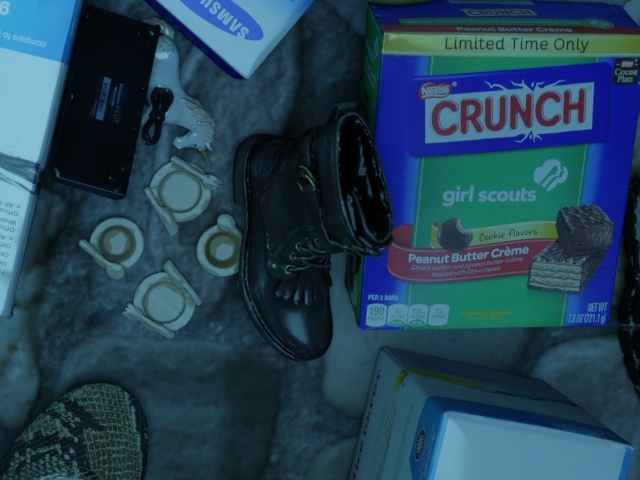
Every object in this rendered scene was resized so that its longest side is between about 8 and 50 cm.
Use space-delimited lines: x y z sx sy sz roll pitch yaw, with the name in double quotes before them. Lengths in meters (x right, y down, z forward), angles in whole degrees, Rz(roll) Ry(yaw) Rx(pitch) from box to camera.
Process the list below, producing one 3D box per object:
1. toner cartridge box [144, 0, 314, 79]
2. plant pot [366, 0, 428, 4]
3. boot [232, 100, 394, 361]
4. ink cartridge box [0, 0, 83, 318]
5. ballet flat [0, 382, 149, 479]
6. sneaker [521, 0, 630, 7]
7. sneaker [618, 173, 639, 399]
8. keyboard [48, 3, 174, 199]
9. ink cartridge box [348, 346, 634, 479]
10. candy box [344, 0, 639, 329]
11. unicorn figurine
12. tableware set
"toner cartridge box" -0.154 -0.330 1.635 0.348 0.075 0.165 40 86 -13
"plant pot" 0.091 -0.281 1.615 0.095 0.134 0.134 17 97 -41
"boot" 0.000 0.000 1.635 0.091 0.229 0.263 -17 99 -26
"ink cartridge box" -0.316 -0.104 1.576 0.129 0.223 0.307 13 97 -11
"ballet flat" -0.318 0.368 1.676 0.164 0.182 0.483 37 91 -23
"sneaker" 0.189 -0.284 1.694 0.281 0.105 0.115 25 99 -11
"sneaker" 0.392 0.058 1.790 0.118 0.107 0.279 -4 103 -18
"keyboard" -0.197 -0.130 1.626 0.108 0.023 0.180 16 76 -22
"ink cartridge box" 0.157 0.245 1.692 0.197 0.270 0.198 11 97 -13
"candy box" 0.170 -0.075 1.684 0.268 0.122 0.317 -1 113 -10
"unicorn figurine" -0.163 -0.147 1.677 0.111 0.060 0.161 -6 97 -16
"tableware set" -0.153 0.007 1.727 0.169 0.020 0.141 -42 103 0
